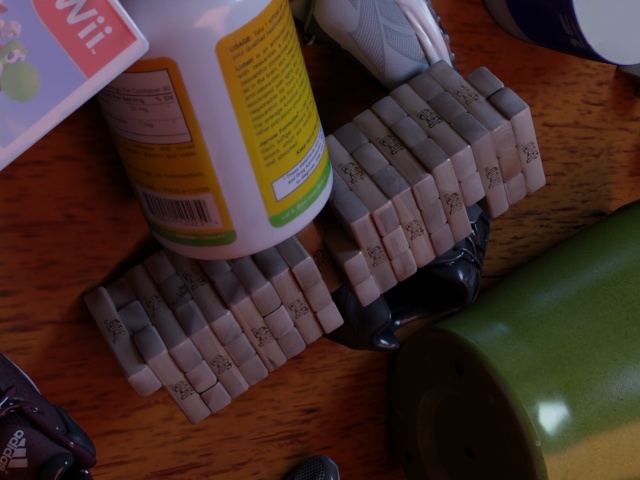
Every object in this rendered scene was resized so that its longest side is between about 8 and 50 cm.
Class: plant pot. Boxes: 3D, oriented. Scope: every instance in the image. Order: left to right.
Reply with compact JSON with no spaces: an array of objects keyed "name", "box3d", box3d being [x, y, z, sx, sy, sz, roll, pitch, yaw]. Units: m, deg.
[{"name":"plant pot","box3d":[0.270,0.152,1.174,0.353,0.366,0.367,-16,121,-26]}]

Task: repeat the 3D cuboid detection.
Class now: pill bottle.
[{"name":"pill bottle","box3d":[-0.082,-0.120,0.796,0.136,0.136,0.246,-38,133,-26]}]

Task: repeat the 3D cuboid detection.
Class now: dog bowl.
[{"name":"dog bowl","box3d":[0.256,-0.291,1.082,0.265,0.104,0.265,-23,125,-37]}]

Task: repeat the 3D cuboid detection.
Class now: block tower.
[{"name":"block tower","box3d":[0.000,0.000,0.909,0.335,0.091,0.097,-33,139,-6]}]

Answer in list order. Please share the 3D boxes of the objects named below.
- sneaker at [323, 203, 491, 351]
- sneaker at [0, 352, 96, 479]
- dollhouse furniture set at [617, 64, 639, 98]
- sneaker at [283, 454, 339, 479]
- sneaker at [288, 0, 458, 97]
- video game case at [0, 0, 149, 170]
[{"name":"sneaker","box3d":[0.100,0.000,1.052,0.286,0.130,0.109,-43,133,-23]},{"name":"sneaker","box3d":[-0.219,0.086,0.740,0.106,0.162,0.281,-53,138,-12]},{"name":"dollhouse furniture set","box3d":[0.472,-0.197,1.327,0.262,0.135,0.259,35,83,-49]},{"name":"sneaker","box3d":[-0.048,0.246,1.078,0.166,0.065,0.076,-48,133,-20]},{"name":"sneaker","box3d":[0.026,-0.172,0.927,0.108,0.100,0.271,-32,135,-3]},{"name":"video game case","box3d":[-0.257,-0.092,0.636,0.285,0.025,0.204,-41,117,-10]}]
